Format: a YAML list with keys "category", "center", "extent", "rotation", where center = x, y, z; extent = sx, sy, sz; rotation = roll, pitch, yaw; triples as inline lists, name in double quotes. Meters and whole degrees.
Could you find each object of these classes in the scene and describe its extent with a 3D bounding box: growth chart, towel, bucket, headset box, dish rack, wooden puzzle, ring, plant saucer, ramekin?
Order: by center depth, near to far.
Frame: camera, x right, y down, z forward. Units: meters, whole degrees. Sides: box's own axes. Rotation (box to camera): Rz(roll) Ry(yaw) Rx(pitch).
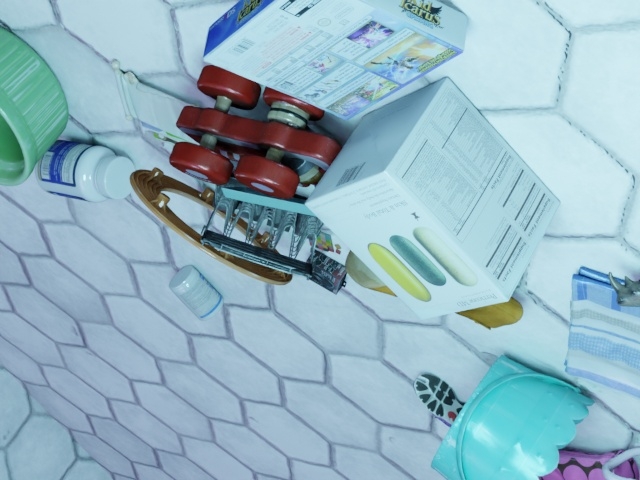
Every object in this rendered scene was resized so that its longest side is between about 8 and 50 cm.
- category: "plant saucer"
  center: [-0.060, -0.060, 1.795]
  extent: [0.192, 0.018, 0.067]
  rotation: [12, -172, 27]
- category: "towel"
  center: [0.489, 0.164, 1.819]
  extent: [0.209, 0.034, 0.285]
  rotation: [19, 147, 23]
- category: "dish rack"
  center: [-0.091, -0.024, 1.870]
  extent: [0.208, 0.271, 0.074]
  rotation: [17, 106, -4]
- category: "ring"
  center: [-0.184, -0.033, 2.012]
  extent: [0.336, 0.032, 0.336]
  rotation: [34, -170, -7]
- category: "bucket"
  center: [0.333, 0.348, 2.014]
  extent: [0.183, 0.281, 0.281]
  rotation: [31, 150, 15]
- category: "growth chart"
  center: [-0.262, -0.212, 2.022]
  extent: [0.237, 0.021, 0.172]
  rotation: [26, 150, 14]
- category: "wooden puzzle"
  center: [0.000, 0.000, 2.086]
  extent: [0.083, 0.006, 0.049]
  rotation: [19, 147, 24]
- category: "headset box"
  center: [0.013, 0.061, 2.136]
  extent: [0.083, 0.032, 0.062]
  rotation: [31, 150, 9]
- category: "ramekin"
  center: [-0.621, -0.263, 2.155]
  extent: [0.303, 0.148, 0.303]
  rotation: [26, 146, 19]

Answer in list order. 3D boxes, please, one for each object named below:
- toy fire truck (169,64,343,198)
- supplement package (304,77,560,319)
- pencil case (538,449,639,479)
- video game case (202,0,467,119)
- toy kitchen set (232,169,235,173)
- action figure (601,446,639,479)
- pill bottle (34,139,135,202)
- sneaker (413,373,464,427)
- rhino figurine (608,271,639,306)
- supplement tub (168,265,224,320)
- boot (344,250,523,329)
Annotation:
- category: "toy fire truck"
  center: [-0.076, -0.146, 1.831]
  extent: [0.302, 0.169, 0.254]
  rotation: [14, 171, 29]
- category: "supplement package"
  center: [0.163, -0.053, 1.658]
  extent: [0.263, 0.198, 0.199]
  rotation: [45, 148, -18]
- category: "pencil case"
  center: [0.486, 0.424, 2.146]
  extent: [0.209, 0.095, 0.098]
  rotation: [-4, 117, 44]
- category: "video game case"
  center: [0.015, -0.269, 1.524]
  extent: [0.244, 0.061, 0.269]
  rotation: [21, 154, -29]
- category: "toy kitchen set"
  center: [-0.154, -0.082, 2.048]
  extent: [0.068, 0.075, 0.083]
  rotation: [36, 147, -1]
- category: "action figure"
  center: [0.707, 0.460, 1.935]
  extent: [0.370, 0.248, 0.275]
  rotation: [-17, 96, 55]
- category: "pill bottle"
  center: [-0.455, -0.133, 2.234]
  extent: [0.187, 0.112, 0.112]
  rotation: [12, 143, 34]
- category: "sneaker"
  center: [0.236, 0.331, 2.277]
  extent: [0.170, 0.068, 0.071]
  rotation: [46, 154, -21]
- category: "rhino figurine"
  center: [0.526, 0.099, 1.641]
  extent: [0.243, 0.073, 0.106]
  rotation: [27, 121, 14]
- category: "supplement tub"
  center: [-0.264, 0.113, 2.443]
  extent: [0.071, 0.071, 0.107]
  rotation: [-7, 130, 49]
- category: "boot"
  center: [0.188, 0.078, 1.934]
  extent: [0.211, 0.104, 0.295]
  rotation: [29, 172, -29]
